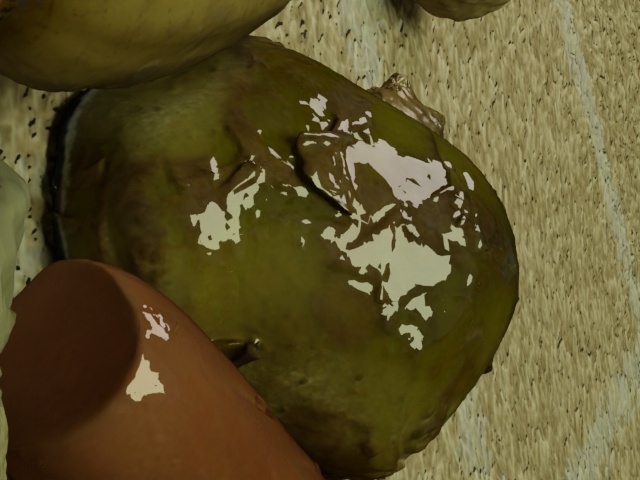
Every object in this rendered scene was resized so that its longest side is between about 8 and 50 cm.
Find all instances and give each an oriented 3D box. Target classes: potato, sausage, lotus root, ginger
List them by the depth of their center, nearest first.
[{"bbox_3d":[-0.114,-0.155,0.835,0.343,0.169,0.151,-31,140,-64],"label":"lotus root"},{"bbox_3d":[-0.063,0.136,0.901,0.304,0.121,0.121,54,36,-44],"label":"sausage"},{"bbox_3d":[0.000,0.000,1.003,0.299,0.196,0.246,47,39,-48],"label":"potato"},{"bbox_3d":[0.035,-0.053,1.242,0.165,0.067,0.096,-40,118,-46],"label":"ginger"}]

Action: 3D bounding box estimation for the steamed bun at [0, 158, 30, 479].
[{"bbox_3d":[-0.212,0.118,0.472,0.394,0.237,0.346,-116,-147,-74],"label":"steamed bun"}]

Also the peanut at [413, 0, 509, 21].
[{"bbox_3d":[0.086,-0.290,1.369,0.256,0.123,0.123,65,29,-25],"label":"peanut"}]
